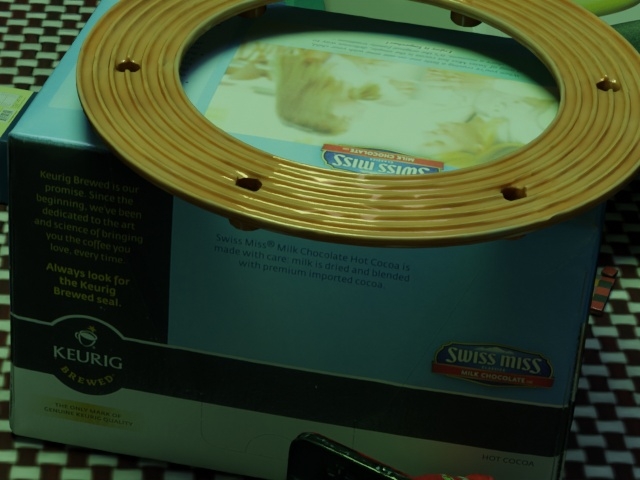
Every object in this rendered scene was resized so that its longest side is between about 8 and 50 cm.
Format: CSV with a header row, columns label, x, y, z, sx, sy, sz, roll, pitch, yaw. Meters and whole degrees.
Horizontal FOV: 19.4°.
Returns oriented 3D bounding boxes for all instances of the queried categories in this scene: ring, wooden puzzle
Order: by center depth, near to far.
label,x,y,z,sx,sy,sz,roll,pitch,yaw
ring,0.028,-0.086,1.081,0.337,0.032,0.336,2,35,-2
wooden puzzle,0.185,0.034,1.361,0.049,0.006,0.083,13,33,14

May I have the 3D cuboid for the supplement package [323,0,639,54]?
label,x,y,z,sx,sy,sz,roll,pitch,yaw
supplement package,0.169,-0.149,1.411,0.263,0.199,0.198,-15,10,-28

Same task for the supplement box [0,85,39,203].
label,x,y,z,sx,sy,sz,roll,pitch,yaw
supplement box,-0.264,-0.077,1.433,0.083,0.056,0.083,10,33,8

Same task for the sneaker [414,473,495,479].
label,x,y,z,sx,sy,sz,roll,pitch,yaw
sneaker,0.130,0.206,0.999,0.118,0.107,0.279,-7,36,-35

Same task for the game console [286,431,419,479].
label,x,y,z,sx,sy,sz,roll,pitch,yaw
game console,0.013,0.192,0.960,0.124,0.144,0.085,22,35,25

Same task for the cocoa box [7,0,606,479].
label,x,y,z,sx,sy,sz,roll,pitch,yaw
cocoa box,0.000,0.000,1.184,0.347,0.228,0.231,9,33,7

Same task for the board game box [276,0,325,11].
label,x,y,z,sx,sy,sz,roll,pitch,yaw
board game box,-0.055,-0.306,1.679,0.047,0.210,0.160,-24,41,-36
